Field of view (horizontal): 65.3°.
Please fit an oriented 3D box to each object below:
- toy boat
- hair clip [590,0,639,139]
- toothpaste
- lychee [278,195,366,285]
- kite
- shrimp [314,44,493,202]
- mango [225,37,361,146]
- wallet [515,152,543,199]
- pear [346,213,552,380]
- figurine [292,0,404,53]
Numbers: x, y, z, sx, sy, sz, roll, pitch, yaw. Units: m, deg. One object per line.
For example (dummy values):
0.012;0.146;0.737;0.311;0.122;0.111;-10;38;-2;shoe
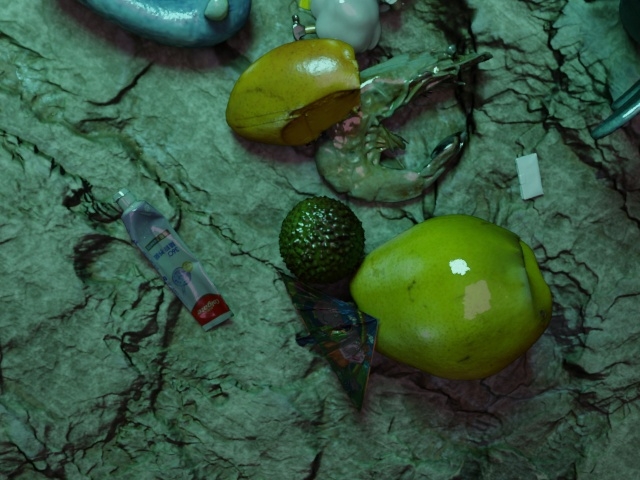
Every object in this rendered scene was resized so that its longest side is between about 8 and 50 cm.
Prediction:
-0.252;-0.401;0.720;0.330;0.123;0.215;26;113;-31;toy boat
0.555;-0.363;0.765;0.392;0.318;0.238;-30;90;29;hair clip
-0.268;0.036;0.903;0.075;0.048;0.301;-35;106;-3;toothpaste
0.000;0.000;0.854;0.171;0.171;0.171;-1;102;-6;lychee
0.033;0.172;0.903;0.234;0.016;0.321;-29;92;45;kite
0.156;-0.206;0.885;0.360;0.085;0.247;-37;110;7;shrimp
-0.046;-0.236;0.817;0.252;0.126;0.154;-16;142;23;mango
0.402;-0.122;0.960;0.044;0.011;0.083;-16;104;-3;wallet
0.211;0.106;0.857;0.336;0.285;0.285;-35;104;11;pear
0.065;-0.384;0.815;0.229;0.112;0.137;-39;124;1;figurine
